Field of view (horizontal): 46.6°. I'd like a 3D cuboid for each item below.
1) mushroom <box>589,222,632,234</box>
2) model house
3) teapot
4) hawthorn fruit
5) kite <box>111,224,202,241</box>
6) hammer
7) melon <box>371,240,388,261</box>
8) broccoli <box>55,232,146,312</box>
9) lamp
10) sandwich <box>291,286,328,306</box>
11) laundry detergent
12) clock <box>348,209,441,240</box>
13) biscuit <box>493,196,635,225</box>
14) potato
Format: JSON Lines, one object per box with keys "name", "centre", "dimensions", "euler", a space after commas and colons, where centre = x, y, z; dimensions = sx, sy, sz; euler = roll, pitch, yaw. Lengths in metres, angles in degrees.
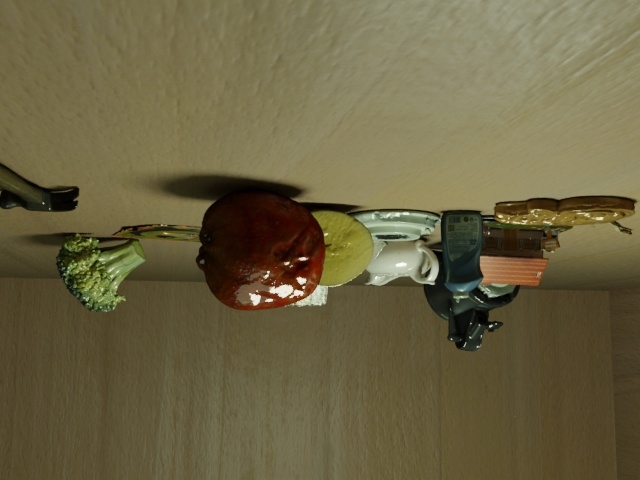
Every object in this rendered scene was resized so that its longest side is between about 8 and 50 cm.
{"name": "mushroom", "centre": [0.727, -0.033, 1.838], "dimensions": [0.028, 0.025, 0.286], "euler": [15, -174, 42]}
{"name": "model house", "centre": [0.459, 0.031, 1.830], "dimensions": [0.294, 0.153, 0.207], "euler": [2, 174, -6]}
{"name": "teapot", "centre": [0.227, 0.063, 2.138], "dimensions": [0.204, 0.139, 0.298], "euler": [8, 170, -30]}
{"name": "hawthorn fruit", "centre": [-0.118, 0.021, 1.471], "dimensions": [0.262, 0.258, 0.258], "euler": [21, 171, -1]}
{"name": "kite", "centre": [-0.407, -0.014, 2.073], "dimensions": [0.378, 0.013, 0.327], "euler": [-4, 172, 24]}
{"name": "hammer", "centre": [-0.554, -0.105, 1.288], "dimensions": [0.168, 0.044, 0.440], "euler": [1, 173, 0]}
{"name": "melon", "centre": [0.090, 0.025, 2.055], "dimensions": [0.140, 0.093, 0.202], "euler": [14, 162, -30]}
{"name": "broccoli", "centre": [-0.636, 0.064, 2.173], "dimensions": [0.243, 0.263, 0.247], "euler": [-24, -155, 4]}
{"name": "lamp", "centre": [0.443, 0.108, 2.169], "dimensions": [0.205, 0.374, 0.272], "euler": [10, 137, -22]}
{"name": "sandwich", "centre": [-0.062, 0.051, 2.214], "dimensions": [0.155, 0.227, 0.198], "euler": [0, -152, -8]}
{"name": "laundry detergent", "centre": [0.320, 0.037, 1.683], "dimensions": [0.097, 0.206, 0.061], "euler": [3, 172, -7]}
{"name": "clock", "centre": [0.170, -0.030, 1.773], "dimensions": [0.237, 0.053, 0.236], "euler": [-1, 173, 0]}
{"name": "biscuit", "centre": [0.519, -0.058, 1.595], "dimensions": [0.289, 0.044, 0.202], "euler": [-2, 172, 3]}
{"name": "potato", "centre": [0.000, 0.000, 1.686], "dimensions": [0.204, 0.178, 0.158], "euler": [-9, -163, -12]}
